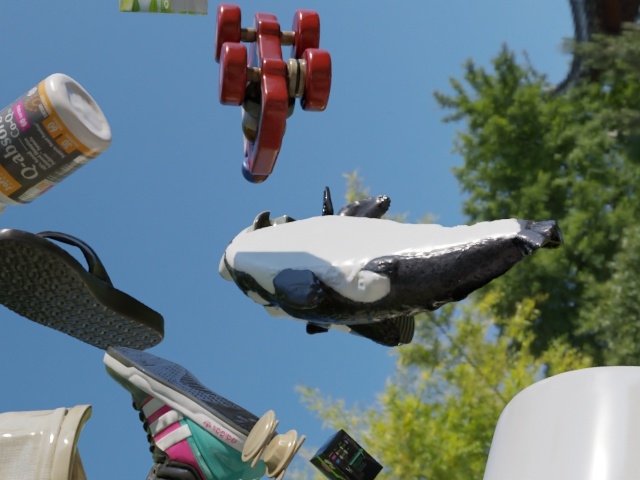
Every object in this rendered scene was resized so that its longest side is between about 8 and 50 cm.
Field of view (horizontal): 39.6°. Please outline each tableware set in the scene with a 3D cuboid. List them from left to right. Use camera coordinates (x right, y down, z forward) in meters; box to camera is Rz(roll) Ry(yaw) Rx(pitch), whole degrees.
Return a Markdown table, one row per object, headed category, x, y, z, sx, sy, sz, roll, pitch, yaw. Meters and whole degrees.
| category | x | y | z | sx | sy | sz | roll | pitch | yaw |
| --- | --- | --- | --- | --- | --- | --- | --- | --- | --- |
| tableware set | -0.072 | 0.252 | 0.946 | 0.020 | 0.169 | 0.141 | 34 | -101 | -13 |

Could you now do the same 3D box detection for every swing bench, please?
| category | x | y | z | sx | sy | sz | roll | pitch | yaw |
| --- | --- | --- | --- | --- | --- | --- | --- | --- | --- |
| swing bench | -0.393 | 0.337 | 1.028 | 0.165 | 0.253 | 0.254 | -93 | -2 | -76 |

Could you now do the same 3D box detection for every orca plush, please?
| category | x | y | z | sx | sy | sz | roll | pitch | yaw |
| --- | --- | --- | --- | --- | --- | --- | --- | --- | --- |
| orca plush | 0.060 | 0.035 | 0.747 | 0.151 | 0.287 | 0.102 | -77 | -28 | -58 |

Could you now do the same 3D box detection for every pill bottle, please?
| category | x | y | z | sx | sy | sz | roll | pitch | yaw |
| --- | --- | --- | --- | --- | --- | --- | --- | --- | --- |
| pill bottle | -0.527 | -0.161 | 1.590 | 0.278 | 0.162 | 0.162 | -33 | -36 | 10 |

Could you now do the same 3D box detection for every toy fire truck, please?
| category | x | y | z | sx | sy | sz | roll | pitch | yaw |
| --- | --- | --- | --- | --- | --- | --- | --- | --- | --- |
| toy fire truck | -0.092 | -0.236 | 1.476 | 0.302 | 0.169 | 0.254 | -100 | 16 | -47 |

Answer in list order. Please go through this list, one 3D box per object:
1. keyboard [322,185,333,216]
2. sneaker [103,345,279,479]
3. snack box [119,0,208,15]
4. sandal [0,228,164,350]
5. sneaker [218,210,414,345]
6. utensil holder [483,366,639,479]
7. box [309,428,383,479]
| category | x | y | z | sx | sy | sz | roll | pitch | yaw |
| --- | --- | --- | --- | --- | --- | --- | --- | --- | --- |
| keyboard | 0.000 | 0.000 | 1.642 | 0.100 | 0.038 | 0.192 | -101 | 10 | -48 |
| sneaker | -0.199 | 0.267 | 1.153 | 0.124 | 0.295 | 0.178 | 21 | -86 | -56 |
| snack box | -0.125 | -0.255 | 0.718 | 0.037 | 0.100 | 0.141 | -4 | -75 | -37 |
| sandal | -0.420 | 0.074 | 1.487 | 0.446 | 0.168 | 0.107 | 52 | -154 | -58 |
| sneaker | -0.005 | 0.077 | 1.356 | 0.330 | 0.146 | 0.122 | 32 | -134 | -23 |
| utensil holder | 0.272 | 0.352 | 0.785 | 0.385 | 0.328 | 0.327 | -68 | -30 | -42 |
| box | 0.037 | 0.326 | 1.295 | 0.052 | 0.083 | 0.062 | -46 | -3 | -31 |
